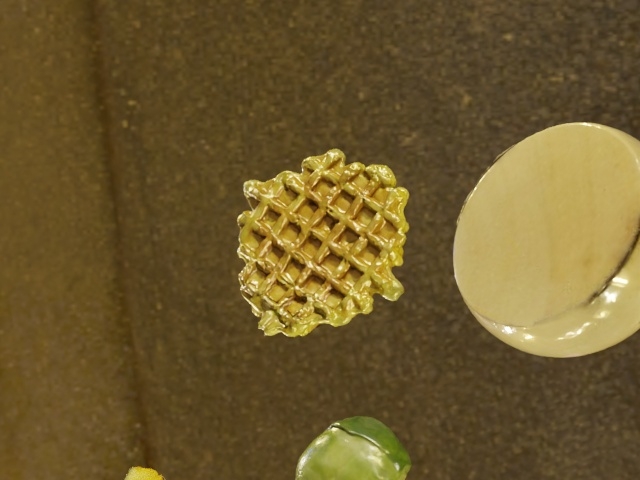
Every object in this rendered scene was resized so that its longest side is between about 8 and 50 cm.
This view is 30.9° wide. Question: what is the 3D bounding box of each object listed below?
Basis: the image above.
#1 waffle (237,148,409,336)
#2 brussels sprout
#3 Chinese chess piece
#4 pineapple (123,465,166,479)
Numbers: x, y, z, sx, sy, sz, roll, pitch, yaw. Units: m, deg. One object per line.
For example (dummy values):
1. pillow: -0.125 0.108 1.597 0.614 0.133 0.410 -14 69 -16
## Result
1. waffle: 0.000 0.000 1.485 0.238 0.059 0.243 -10 72 21
2. brussels sprout: 0.042 0.307 1.471 0.145 0.131 0.183 34 129 18
3. Chinese chess piece: 0.256 0.000 1.204 0.251 0.097 0.251 -27 48 35
4. pineapple: -0.309 0.484 1.863 0.114 0.186 0.236 23 77 10
